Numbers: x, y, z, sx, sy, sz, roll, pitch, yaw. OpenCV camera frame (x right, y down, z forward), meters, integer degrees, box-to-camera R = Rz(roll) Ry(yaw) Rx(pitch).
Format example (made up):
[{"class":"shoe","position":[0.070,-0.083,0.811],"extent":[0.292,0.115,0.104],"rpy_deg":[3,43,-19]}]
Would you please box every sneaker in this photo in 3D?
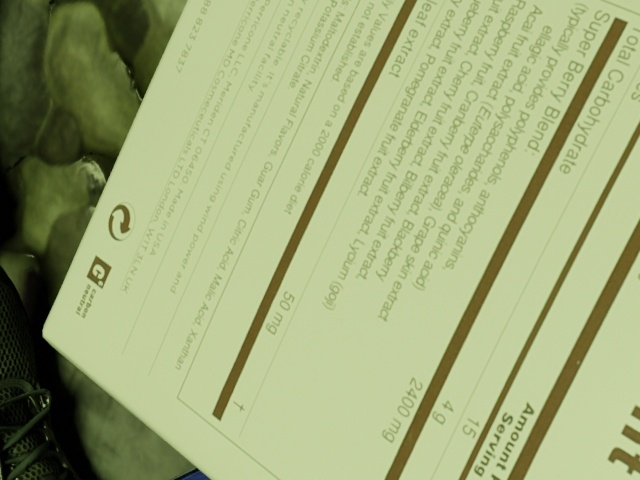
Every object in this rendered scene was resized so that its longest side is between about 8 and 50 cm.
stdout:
[{"class":"sneaker","position":[-0.150,0.122,0.754],"extent":[0.130,0.087,0.228],"rpy_deg":[6,100,37]}]

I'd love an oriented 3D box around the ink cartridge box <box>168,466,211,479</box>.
[{"class":"ink cartridge box","position":[0.035,0.251,0.552],"extent":[0.395,0.151,0.270],"rpy_deg":[21,116,34]}]

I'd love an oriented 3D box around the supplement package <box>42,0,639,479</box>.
[{"class":"supplement package","position":[0.096,0.028,0.415],"extent":[0.293,0.177,0.175],"rpy_deg":[32,100,38]}]
